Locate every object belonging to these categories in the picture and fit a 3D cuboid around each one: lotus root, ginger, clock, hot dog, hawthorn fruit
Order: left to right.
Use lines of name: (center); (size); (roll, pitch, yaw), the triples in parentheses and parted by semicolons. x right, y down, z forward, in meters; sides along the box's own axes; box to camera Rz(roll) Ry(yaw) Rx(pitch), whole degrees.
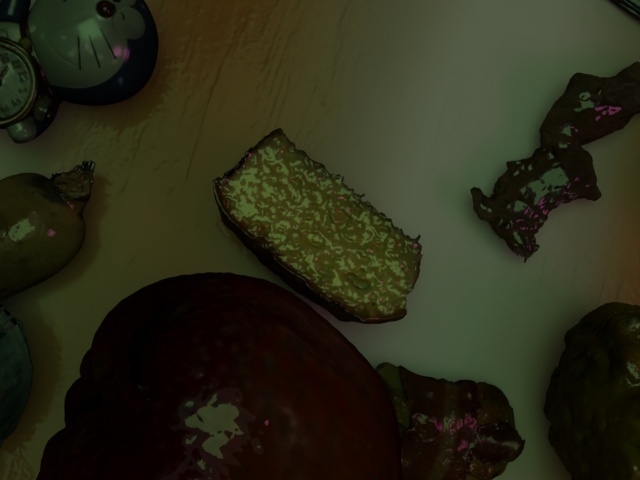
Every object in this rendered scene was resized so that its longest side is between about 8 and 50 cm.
lotus root: (-0.343, -0.012, 1.263); (0.221, 0.118, 0.125); (-34, 104, 1)
clock: (-0.309, -0.223, 1.273); (0.243, 0.146, 0.200); (-16, 90, 0)
hawthorn fruit: (-0.083, 0.236, 1.121); (0.402, 0.403, 0.403); (0, 84, -3)
hot dog: (0.129, 0.218, 1.266); (0.213, 0.103, 0.146); (5, 83, -3)
ginger: (0.305, -0.110, 1.317); (0.122, 0.084, 0.290); (41, 83, 9)

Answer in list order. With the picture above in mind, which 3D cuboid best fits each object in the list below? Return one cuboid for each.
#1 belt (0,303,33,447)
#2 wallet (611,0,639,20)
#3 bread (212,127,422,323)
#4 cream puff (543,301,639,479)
belt: (-0.439, 0.135, 1.194); (0.257, 0.150, 0.207); (47, 117, -5)
wallet: (0.356, -0.377, 1.370); (0.230, 0.042, 0.124); (36, 81, -1)
bread: (-0.006, -0.002, 1.269); (0.260, 0.134, 0.129); (40, 73, -3)
cream puff: (0.355, 0.195, 1.224); (0.196, 0.244, 0.244); (22, 83, -13)
